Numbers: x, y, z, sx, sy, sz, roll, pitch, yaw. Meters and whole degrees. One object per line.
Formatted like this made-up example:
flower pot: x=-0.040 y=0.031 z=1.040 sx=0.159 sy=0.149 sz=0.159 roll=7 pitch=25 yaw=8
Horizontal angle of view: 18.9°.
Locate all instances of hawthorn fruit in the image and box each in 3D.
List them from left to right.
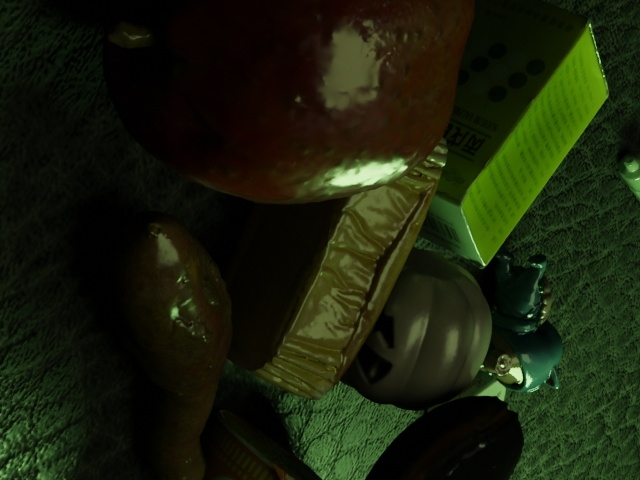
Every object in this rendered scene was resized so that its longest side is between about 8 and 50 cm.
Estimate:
hawthorn fruit: x=-0.037 y=-0.156 z=1.463 sx=0.299 sy=0.275 sz=0.275 roll=-3 pitch=118 yaw=-42

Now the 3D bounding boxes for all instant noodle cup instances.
instant noodle cup: x=-0.090 y=0.286 z=1.874 sx=0.185 sy=0.168 sz=0.168 roll=-54 pitch=151 yaw=1

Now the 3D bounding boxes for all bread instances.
bread: x=0.000 y=0.000 z=1.766 sx=0.119 sy=0.152 sz=0.288 roll=20 pitch=97 yaw=-44

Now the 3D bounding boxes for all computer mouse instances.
computer mouse: x=0.086 y=0.275 z=1.876 sx=0.323 sy=0.116 sz=0.183 roll=-54 pitch=176 yaw=-32

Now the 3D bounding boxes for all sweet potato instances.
sweet potato: x=-0.128 y=0.091 z=1.693 sx=0.109 sy=0.109 sz=0.385 roll=-46 pitch=154 yaw=-26

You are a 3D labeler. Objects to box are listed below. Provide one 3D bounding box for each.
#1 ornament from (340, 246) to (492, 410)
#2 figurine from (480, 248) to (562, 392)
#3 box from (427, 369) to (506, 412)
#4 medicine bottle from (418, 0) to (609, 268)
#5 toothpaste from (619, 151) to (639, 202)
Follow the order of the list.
ornament: x=0.081 y=0.093 z=1.948 sx=0.177 sy=0.177 sz=0.177 roll=-38 pitch=144 yaw=-36
figurine: x=0.218 y=0.101 z=2.256 sx=0.144 sy=0.114 sz=0.178 roll=-23 pitch=122 yaw=-39
box: x=0.168 y=0.279 z=2.389 sx=0.139 sy=0.035 sz=0.245 roll=-30 pitch=138 yaw=-44
medicine bottle: x=0.164 y=-0.118 z=1.930 sx=0.250 sy=0.137 sz=0.141 roll=-53 pitch=150 yaw=-16
toothpaste: x=0.426 y=-0.072 z=2.495 sx=0.060 sy=0.038 sz=0.233 roll=-59 pitch=154 yaw=-1
